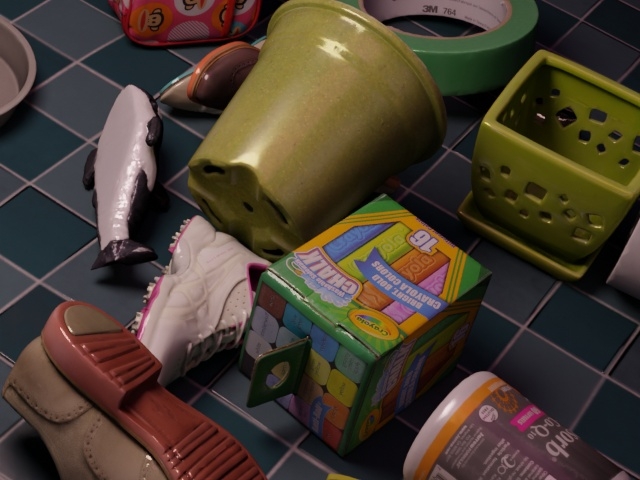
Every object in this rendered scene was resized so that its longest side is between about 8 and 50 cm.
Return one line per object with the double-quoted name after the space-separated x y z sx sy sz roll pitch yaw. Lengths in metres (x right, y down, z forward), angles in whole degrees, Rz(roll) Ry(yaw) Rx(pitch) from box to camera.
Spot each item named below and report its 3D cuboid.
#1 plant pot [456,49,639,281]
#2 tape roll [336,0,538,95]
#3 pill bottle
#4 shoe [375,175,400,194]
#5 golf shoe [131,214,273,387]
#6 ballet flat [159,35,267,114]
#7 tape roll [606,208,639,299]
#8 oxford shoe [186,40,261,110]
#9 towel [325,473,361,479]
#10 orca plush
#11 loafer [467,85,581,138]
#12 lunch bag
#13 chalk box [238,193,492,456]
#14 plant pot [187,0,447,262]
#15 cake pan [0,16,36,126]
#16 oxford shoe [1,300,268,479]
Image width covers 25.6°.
0.328 -0.091 1.930 0.227 0.207 0.228 29 43 12 "plant pot"
0.175 -0.334 2.187 0.321 0.077 0.321 2 35 -2 "tape roll"
0.240 0.283 1.536 0.278 0.162 0.162 36 45 20 "pill bottle"
0.004 -0.103 1.958 0.219 0.058 0.076 20 19 -2 "shoe"
-0.142 0.091 1.655 0.140 0.115 0.306 23 42 -1 "golf shoe"
-0.125 -0.228 2.032 0.086 0.086 0.248 36 44 20 "ballet flat"
0.487 -0.048 1.881 0.100 0.286 0.286 25 42 10 "tape roll"
-0.076 -0.211 1.943 0.098 0.097 0.271 34 24 27 "oxford shoe"
0.030 0.353 1.501 0.102 0.021 0.237 14 43 5 "towel"
-0.222 -0.070 1.812 0.102 0.151 0.287 30 29 -34 "orca plush"
0.316 -0.217 2.156 0.220 0.078 0.080 36 45 19 "loafer"
-0.172 -0.433 2.072 0.258 0.293 0.120 -7 42 -24 "lunch bag"
0.031 0.110 1.642 0.179 0.180 0.289 37 47 22 "chalk box"
-0.025 -0.120 1.762 0.276 0.276 0.254 32 62 16 "plant pot"
-0.536 -0.229 1.910 0.293 0.054 0.293 9 43 -9 "cake pan"
-0.174 0.250 1.481 0.397 0.146 0.140 49 20 11 "oxford shoe"
